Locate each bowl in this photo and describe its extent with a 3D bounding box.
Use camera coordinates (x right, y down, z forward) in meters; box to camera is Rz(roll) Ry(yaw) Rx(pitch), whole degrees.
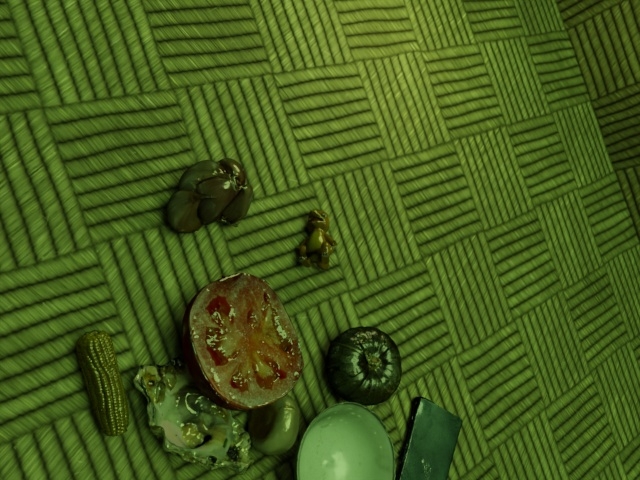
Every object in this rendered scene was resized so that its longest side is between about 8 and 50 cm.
[{"bbox_3d":[0.032,0.573,1.707,0.313,0.146,0.314,9,74,-34],"label":"bowl"}]

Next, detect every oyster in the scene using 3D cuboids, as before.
[{"bbox_3d":[-0.299,0.420,1.537,0.354,0.107,0.201,49,30,-4],"label":"oyster"}]

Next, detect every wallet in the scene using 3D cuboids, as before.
[{"bbox_3d":[0.304,0.664,1.953,0.190,0.046,0.379,33,62,-25],"label":"wallet"}]

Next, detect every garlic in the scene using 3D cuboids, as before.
[{"bbox_3d":[-0.279,-0.118,1.644,0.214,0.191,0.160,-7,58,-26],"label":"garlic"}]

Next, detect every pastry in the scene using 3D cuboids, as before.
[{"bbox_3d":[-0.110,0.444,1.630,0.092,0.156,0.157,19,68,-36],"label":"pastry"}]

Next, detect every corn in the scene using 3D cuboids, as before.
[{"bbox_3d":[-0.469,0.307,1.445,0.080,0.080,0.231,-16,93,-38],"label":"corn"}]

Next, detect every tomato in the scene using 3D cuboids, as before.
[{"bbox_3d":[-0.212,0.252,1.595,0.338,0.143,0.338,25,52,-36],"label":"tomato"}]

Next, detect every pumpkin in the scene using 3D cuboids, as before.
[{"bbox_3d":[0.121,0.341,1.825,0.223,0.157,0.224,7,73,-24],"label":"pumpkin"}]

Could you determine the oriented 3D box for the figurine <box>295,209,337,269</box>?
[{"bbox_3d":[0.002,0.000,1.873,0.122,0.121,0.176,45,41,-54],"label":"figurine"}]
